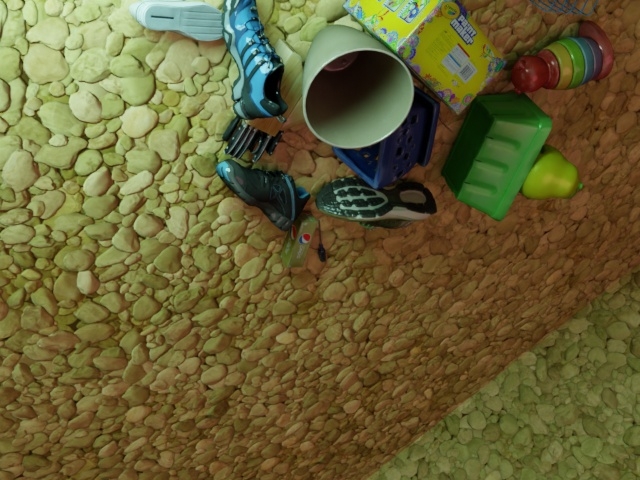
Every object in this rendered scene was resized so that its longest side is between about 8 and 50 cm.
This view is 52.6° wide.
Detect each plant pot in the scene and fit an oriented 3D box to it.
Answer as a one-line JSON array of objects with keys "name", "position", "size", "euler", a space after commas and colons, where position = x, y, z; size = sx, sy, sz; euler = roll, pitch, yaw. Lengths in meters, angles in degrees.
[{"name": "plant pot", "position": [0.183, -0.312, 1.766], "size": [0.212, 0.236, 0.235], "euler": [-20, 135, -25]}, {"name": "plant pot", "position": [0.064, -0.402, 1.558], "size": [0.257, 0.274, 0.256], "euler": [-7, 133, -7]}]

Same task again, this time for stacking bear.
[{"name": "stacking bear", "position": [0.707, -0.524, 1.946], "size": [0.289, 0.164, 0.175], "euler": [-18, 135, -10]}]

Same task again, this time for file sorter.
[{"name": "file sorter", "position": [0.681, -0.696, 1.799], "size": [0.170, 0.118, 0.104], "euler": [-5, 132, -27]}]

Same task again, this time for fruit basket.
[{"name": "fruit basket", "position": [0.619, -0.250, 2.031], "size": [0.393, 0.282, 0.391], "euler": [-6, 127, -8]}]

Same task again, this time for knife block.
[{"name": "knife block", "position": [-0.155, -0.338, 1.633], "size": [0.242, 0.088, 0.275], "euler": [-22, 136, -13]}]

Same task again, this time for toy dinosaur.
[{"name": "toy dinosaur", "position": [0.329, -0.409, 1.844], "size": [0.064, 0.112, 0.211], "euler": [-22, 136, -13]}]

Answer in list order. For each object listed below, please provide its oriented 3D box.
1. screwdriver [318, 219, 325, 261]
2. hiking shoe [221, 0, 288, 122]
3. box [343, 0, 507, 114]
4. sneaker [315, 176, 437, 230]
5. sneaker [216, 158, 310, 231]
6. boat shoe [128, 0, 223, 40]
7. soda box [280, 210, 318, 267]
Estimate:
[{"name": "screwdriver", "position": [0.000, 0.000, 2.084], "size": [0.024, 0.025, 0.169], "euler": [-18, 126, -15]}, {"name": "hiking shoe", "position": [-0.137, -0.428, 1.488], "size": [0.113, 0.132, 0.303], "euler": [-39, 130, -51]}, {"name": "box", "position": [0.254, -0.506, 1.592], "size": [0.177, 0.279, 0.290], "euler": [-47, 136, 13]}, {"name": "sneaker", "position": [0.161, -0.080, 2.029], "size": [0.411, 0.158, 0.182], "euler": [2, 144, -26]}, {"name": "sneaker", "position": [-0.156, -0.153, 1.790], "size": [0.139, 0.125, 0.341], "euler": [-48, 145, 4]}, {"name": "boat shoe", "position": [-0.308, -0.494, 1.418], "size": [0.226, 0.076, 0.083], "euler": [-5, 123, -48]}, {"name": "soda box", "position": [-0.068, -0.001, 2.004], "size": [0.058, 0.061, 0.181], "euler": [-3, 129, -30]}]
